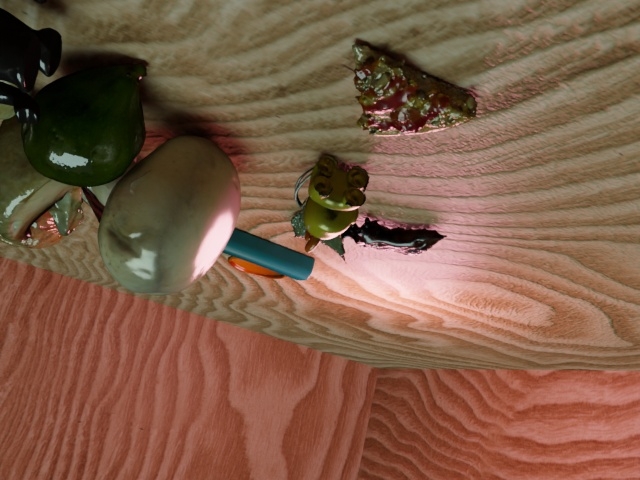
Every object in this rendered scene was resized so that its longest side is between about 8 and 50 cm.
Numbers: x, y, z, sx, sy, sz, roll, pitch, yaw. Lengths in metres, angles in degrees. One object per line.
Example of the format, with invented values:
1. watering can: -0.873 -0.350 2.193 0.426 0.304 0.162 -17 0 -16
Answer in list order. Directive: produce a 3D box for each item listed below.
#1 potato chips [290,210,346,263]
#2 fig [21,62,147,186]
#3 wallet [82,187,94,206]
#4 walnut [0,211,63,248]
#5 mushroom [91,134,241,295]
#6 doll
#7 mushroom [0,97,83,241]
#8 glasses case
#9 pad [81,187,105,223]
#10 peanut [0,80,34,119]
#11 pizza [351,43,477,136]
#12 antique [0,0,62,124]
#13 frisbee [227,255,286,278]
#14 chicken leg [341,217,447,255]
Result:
1. potato chips: 0.004 -0.007 1.526 0.167 0.059 0.228 35 166 9
2. fig: -0.370 -0.204 1.044 0.195 0.195 0.245 22 126 -26
3. wallet: -0.418 -0.066 1.551 0.275 0.068 0.335 -7 139 26
4. walnut: -0.791 -0.080 1.707 0.245 0.198 0.198 19 163 2
5. mushroom: -0.284 -0.058 1.242 0.315 0.315 0.356 21 -162 -24
6. doll: 0.010 -0.065 1.251 0.135 0.143 0.221 15 156 -13
7. mushroom: -0.581 -0.133 1.254 0.217 0.212 0.292 47 161 6
8. glasses case: -0.173 0.040 1.829 0.301 0.070 0.117 20 162 -26
9. pad: -0.451 -0.039 1.396 0.235 0.003 0.158 44 173 47
10. peanut: -0.580 -0.262 1.069 0.298 0.120 0.136 3 123 32
11. pizza: 0.100 -0.195 0.884 0.188 0.062 0.199 -6 154 42
12. antique: -0.461 -0.288 0.775 0.255 0.185 0.322 8 147 -11
13. frisbee: -0.192 0.074 2.000 0.192 0.035 0.192 12 162 4
14. chicken leg: 0.160 -0.007 1.439 0.234 0.063 0.105 9 167 7
